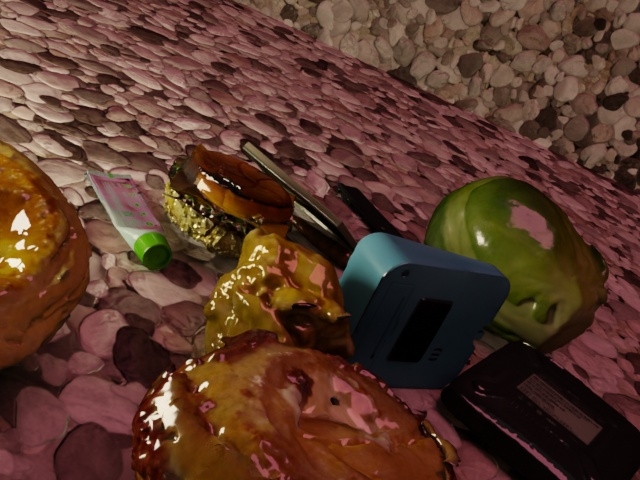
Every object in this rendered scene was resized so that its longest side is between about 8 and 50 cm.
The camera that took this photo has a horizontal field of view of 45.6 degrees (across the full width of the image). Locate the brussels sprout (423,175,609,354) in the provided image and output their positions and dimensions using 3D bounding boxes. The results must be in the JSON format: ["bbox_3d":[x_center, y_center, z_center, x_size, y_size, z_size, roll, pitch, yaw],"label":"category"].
[{"bbox_3d":[0.364,0.037,1.474,0.314,0.276,0.371,21,31,-41],"label":"brussels sprout"}]

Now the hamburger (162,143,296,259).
[{"bbox_3d":[-0.155,-0.052,1.286,0.243,0.139,0.262,28,18,-5],"label":"hamburger"}]

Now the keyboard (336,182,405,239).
[{"bbox_3d":[0.116,-0.050,1.668,0.072,0.023,0.231,10,31,-44],"label":"keyboard"}]

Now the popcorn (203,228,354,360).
[{"bbox_3d":[-0.065,0.115,1.033,0.190,0.191,0.254,-4,46,-23],"label":"popcorn"}]

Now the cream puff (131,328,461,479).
[{"bbox_3d":[-0.036,0.245,0.770,0.350,0.229,0.350,26,20,-10],"label":"cream puff"}]

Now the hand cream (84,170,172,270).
[{"bbox_3d":[-0.315,-0.046,1.260,0.079,0.050,0.275,37,8,-45],"label":"hand cream"}]

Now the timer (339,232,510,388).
[{"bbox_3d":[0.142,0.116,1.165,0.249,0.232,0.091,12,27,-29],"label":"timer"}]

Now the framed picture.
[{"bbox_3d":[-0.028,-0.072,1.468,0.265,0.018,0.192,41,-5,26],"label":"framed picture"}]

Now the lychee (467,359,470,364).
[{"bbox_3d":[0.207,0.159,1.285,0.140,0.101,0.114,38,36,9],"label":"lychee"}]

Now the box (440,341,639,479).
[{"bbox_3d":[0.364,0.292,1.219,0.290,0.073,0.288,40,30,26],"label":"box"}]

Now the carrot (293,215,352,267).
[{"bbox_3d":[-0.001,0.000,1.461,0.165,0.036,0.035,36,28,23],"label":"carrot"}]

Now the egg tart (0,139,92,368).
[{"bbox_3d":[-0.479,0.021,0.836,0.442,0.178,0.443,20,30,-12],"label":"egg tart"}]
